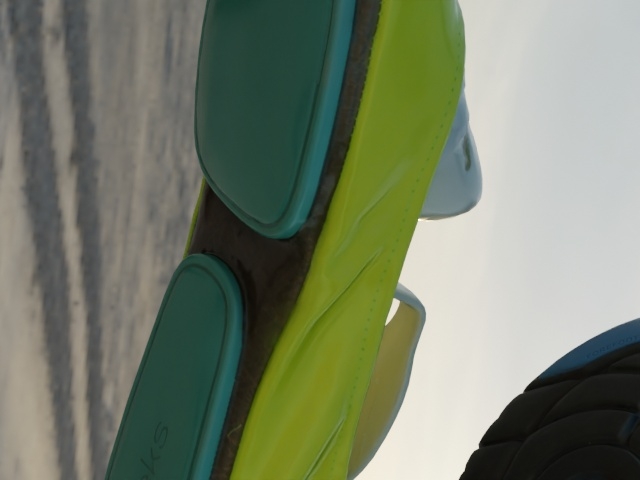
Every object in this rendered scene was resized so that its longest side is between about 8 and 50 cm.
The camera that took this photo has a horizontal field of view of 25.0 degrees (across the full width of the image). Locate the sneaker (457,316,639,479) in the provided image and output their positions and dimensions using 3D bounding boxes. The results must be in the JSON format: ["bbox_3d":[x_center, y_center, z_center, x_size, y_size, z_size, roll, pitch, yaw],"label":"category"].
[{"bbox_3d":[0.121,0.195,0.671,0.125,0.139,0.341,9,-114,51],"label":"sneaker"}]

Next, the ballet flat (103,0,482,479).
[{"bbox_3d":[0.000,0.000,0.376,0.077,0.077,0.231,43,-56,51],"label":"ballet flat"}]
